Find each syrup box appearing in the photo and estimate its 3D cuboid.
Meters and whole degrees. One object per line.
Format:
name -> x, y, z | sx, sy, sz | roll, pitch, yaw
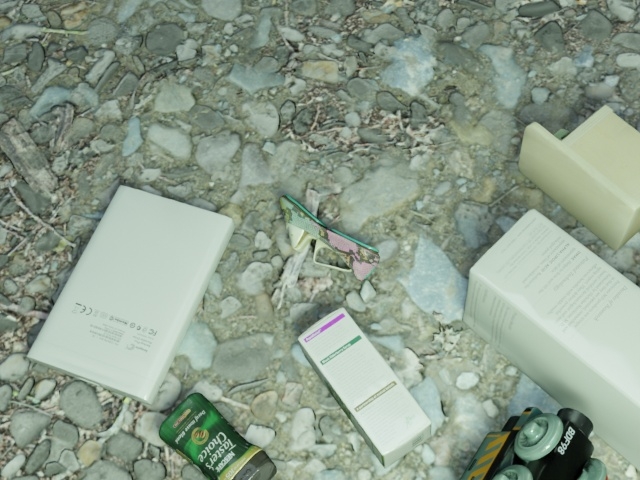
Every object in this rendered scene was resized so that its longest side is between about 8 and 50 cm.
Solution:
syrup box -> 0.069, 0.231, 1.366 | 0.096, 0.093, 0.237 | -32, 64, -10

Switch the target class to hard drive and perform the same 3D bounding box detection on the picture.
hard drive -> -0.325, 0.086, 1.508 | 0.233, 0.047, 0.353 | 17, 66, 14

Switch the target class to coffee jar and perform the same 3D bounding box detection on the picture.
coffee jar -> -0.159, 0.329, 1.347 | 0.184, 0.079, 0.096 | 37, 72, 21

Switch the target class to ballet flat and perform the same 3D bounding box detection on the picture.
ballet flat -> 0.000, 0.000, 1.512 | 0.221, 0.077, 0.079 | 32, 90, 19

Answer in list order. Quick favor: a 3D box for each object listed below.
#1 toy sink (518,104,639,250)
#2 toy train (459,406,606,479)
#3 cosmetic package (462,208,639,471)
toy sink -> 0.475, -0.127, 1.478 | 0.131, 0.153, 0.234 | -39, 65, -14
toy train -> 0.248, 0.367, 1.172 | 0.142, 0.190, 0.334 | 45, 62, -13
cosmetic package -> 0.410, 0.156, 1.305 | 0.385, 0.217, 0.156 | 40, 73, 21
